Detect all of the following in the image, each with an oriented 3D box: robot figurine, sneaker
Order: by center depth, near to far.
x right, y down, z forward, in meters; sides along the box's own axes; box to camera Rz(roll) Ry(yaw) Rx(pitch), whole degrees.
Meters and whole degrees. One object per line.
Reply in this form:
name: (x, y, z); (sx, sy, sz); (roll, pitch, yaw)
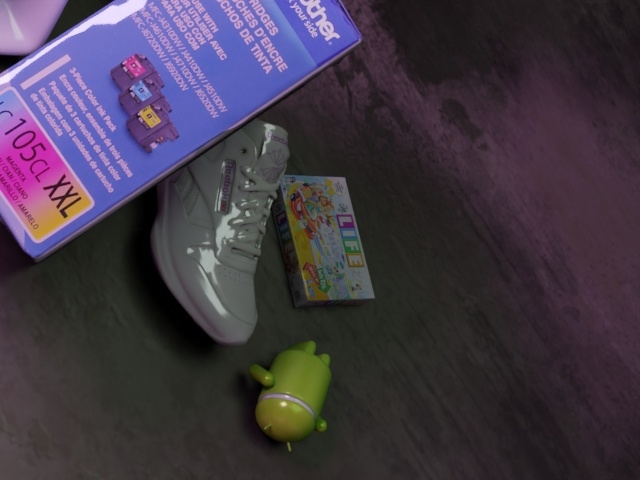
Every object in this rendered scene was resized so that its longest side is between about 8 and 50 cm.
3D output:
sneaker: (-0.100, -0.044, 1.295); (0.114, 0.152, 0.305); (18, 56, -60)
robot figurine: (-0.028, 0.162, 1.318); (0.101, 0.067, 0.115); (45, 47, -30)

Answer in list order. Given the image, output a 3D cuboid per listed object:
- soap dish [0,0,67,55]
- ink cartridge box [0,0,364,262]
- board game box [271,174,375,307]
soap dish: (-0.361, -0.290, 1.165); (0.291, 0.229, 0.118); (-1, 54, -41)
ink cartridge box: (-0.132, -0.146, 1.132); (0.395, 0.270, 0.151); (-33, 96, -11)
board game box: (0.000, 0.000, 1.450); (0.103, 0.026, 0.154); (0, 69, -41)
